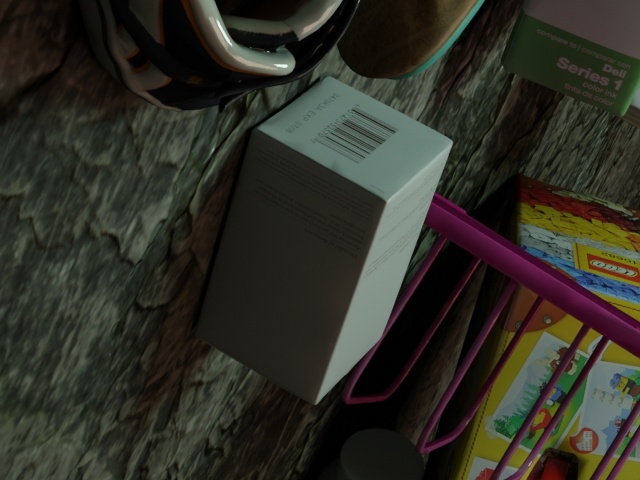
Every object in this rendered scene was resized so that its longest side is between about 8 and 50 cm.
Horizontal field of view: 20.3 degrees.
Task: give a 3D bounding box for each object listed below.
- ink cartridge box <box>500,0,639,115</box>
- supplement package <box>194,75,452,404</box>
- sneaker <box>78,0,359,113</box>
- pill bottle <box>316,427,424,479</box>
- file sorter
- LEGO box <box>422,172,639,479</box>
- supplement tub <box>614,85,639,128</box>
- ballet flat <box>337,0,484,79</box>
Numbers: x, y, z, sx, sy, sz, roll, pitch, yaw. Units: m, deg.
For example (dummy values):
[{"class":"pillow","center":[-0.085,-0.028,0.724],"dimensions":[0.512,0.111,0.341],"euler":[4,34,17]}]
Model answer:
[{"class":"ink cartridge box","center":[0.260,-0.274,1.438],"dimensions":[0.278,0.117,0.201],"euler":[109,6,-45]},{"class":"supplement package","center":[0.000,0.000,1.210],"dimensions":[0.105,0.105,0.179],"euler":[-42,156,-52]},{"class":"sneaker","center":[-0.038,-0.121,0.838],"dimensions":[0.126,0.127,0.321],"euler":[-60,166,-6]},{"class":"pill bottle","center":[0.042,0.294,1.858],"dimensions":[0.117,0.117,0.208],"euler":[-46,158,-44]},{"class":"file sorter","center":[0.140,0.097,1.498],"dimensions":[0.182,0.290,0.202],"euler":[-59,165,5]},{"class":"LEGO box","center":[0.223,0.228,1.874],"dimensions":[0.372,0.193,0.500],"euler":[-70,176,-73]},{"class":"supplement tub","center":[0.397,-0.262,1.759],"dimensions":[0.331,0.241,0.241],"euler":[-62,165,4]},{"class":"ballet flat","center":[0.085,-0.262,1.038],"dimensions":[0.342,0.116,0.124],"euler":[-58,145,-9]}]
